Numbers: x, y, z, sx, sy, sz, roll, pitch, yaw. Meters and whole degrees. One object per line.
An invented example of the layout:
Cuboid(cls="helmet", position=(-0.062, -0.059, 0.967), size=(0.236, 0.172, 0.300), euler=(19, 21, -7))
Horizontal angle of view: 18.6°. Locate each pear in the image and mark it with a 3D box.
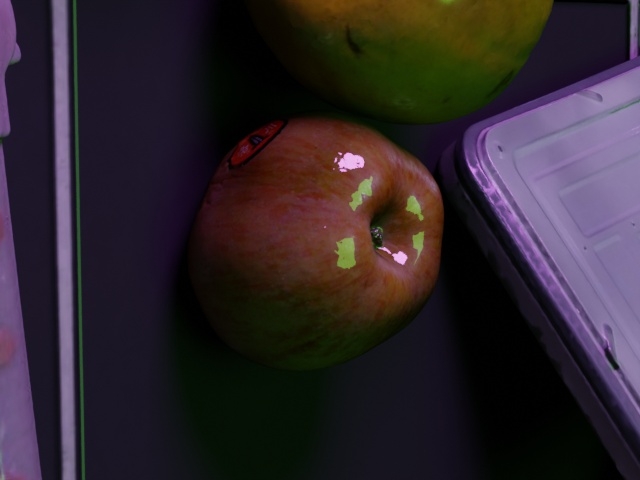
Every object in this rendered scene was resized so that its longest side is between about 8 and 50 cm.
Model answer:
Cuboid(cls="pear", position=(0.041, -0.130, 0.942), size=(0.162, 0.148, 0.149), euler=(3, 91, -59))

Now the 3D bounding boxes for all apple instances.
Cuboid(cls="apple", position=(0.000, 0.003, 0.937), size=(0.126, 0.102, 0.126), euler=(-7, 100, -50))

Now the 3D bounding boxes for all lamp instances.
Cuboid(cls="lamp", position=(0.215, 0.024, 1.149), size=(0.266, 0.047, 0.269), euler=(-24, 79, -46))

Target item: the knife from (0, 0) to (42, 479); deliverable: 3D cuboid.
Cuboid(cls="knife", position=(-0.146, 0.075, 0.815), size=(0.132, 0.038, 0.399), euler=(-19, 107, -51))
